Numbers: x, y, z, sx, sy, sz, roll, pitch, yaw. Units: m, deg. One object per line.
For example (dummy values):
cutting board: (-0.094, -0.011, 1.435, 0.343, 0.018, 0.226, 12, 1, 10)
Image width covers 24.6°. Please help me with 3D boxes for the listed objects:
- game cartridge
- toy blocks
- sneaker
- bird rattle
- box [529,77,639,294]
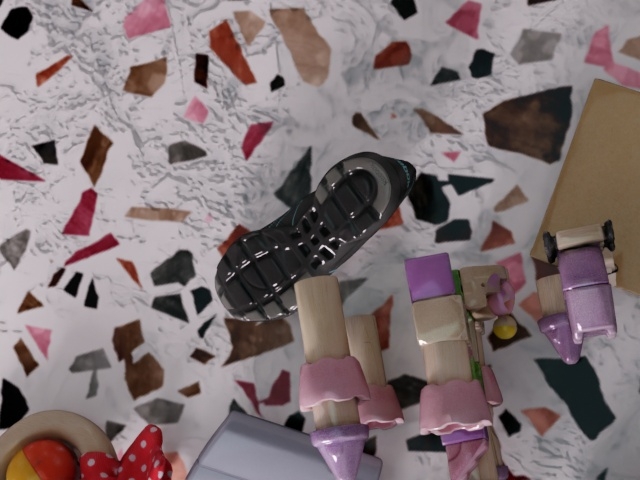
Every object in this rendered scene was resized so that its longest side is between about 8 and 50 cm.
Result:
game cartridge: (-0.073, 0.340, 1.543, 0.198, 0.062, 0.297, 18, 91, -8)
toy blocks: (0.153, 0.159, 1.408, 0.309, 0.288, 0.260, -12, 75, 9)
sneaker: (0.000, 0.000, 1.558, 0.267, 0.106, 0.101, -36, 84, 29)
bird rattle: (-0.283, 0.272, 1.590, 0.253, 0.143, 0.207, -44, 62, 4)
box: (0.327, -0.050, 1.519, 0.164, 0.021, 0.201, 20, 91, 14)
